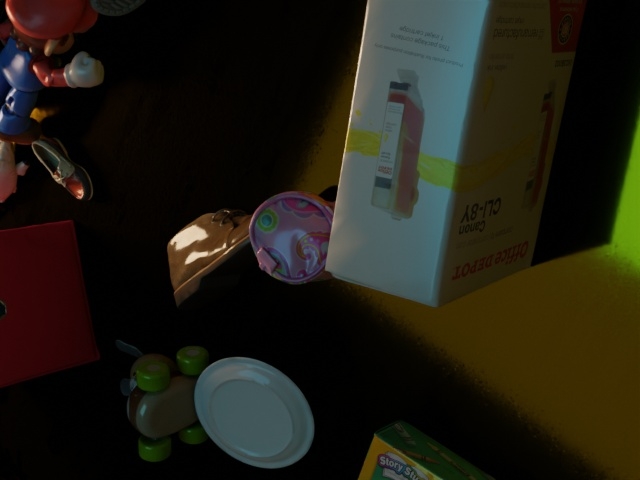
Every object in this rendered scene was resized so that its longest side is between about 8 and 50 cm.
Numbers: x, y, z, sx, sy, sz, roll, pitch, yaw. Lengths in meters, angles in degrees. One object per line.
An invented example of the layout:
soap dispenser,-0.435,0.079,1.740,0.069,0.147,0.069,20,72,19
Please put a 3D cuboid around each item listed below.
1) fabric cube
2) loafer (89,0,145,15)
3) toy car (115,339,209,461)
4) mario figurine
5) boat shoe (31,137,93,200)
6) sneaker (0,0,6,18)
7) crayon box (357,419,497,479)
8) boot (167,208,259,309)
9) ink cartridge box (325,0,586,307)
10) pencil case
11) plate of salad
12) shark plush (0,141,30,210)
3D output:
fabric cube,-0.567,0.118,2.001,0.259,0.258,0.254,-10,91,36
loafer,-0.280,-0.459,1.816,0.251,0.094,0.087,-56,42,18
toy car,-0.274,0.232,1.895,0.188,0.149,0.155,25,122,42
mario figurine,-0.445,-0.305,1.953,0.198,0.170,0.320,31,131,-10
boat shoe,-0.433,-0.119,1.998,0.137,0.043,0.049,51,120,16
sneaker,-0.595,-0.381,1.992,0.235,0.094,0.153,-29,37,32
crayon box,0.175,0.391,1.632,0.278,0.081,0.165,30,114,28
boot,-0.130,-0.010,1.771,0.305,0.112,0.115,-34,68,36
ink cartridge box,0.168,-0.139,1.428,0.160,0.279,0.384,19,109,30
pencil case,0.000,0.000,1.567,0.124,0.284,0.124,0,89,14
plate of salad,-0.098,0.259,1.814,0.200,0.048,0.199,10,118,19
shark plush,-0.557,-0.109,2.100,0.067,0.073,0.161,53,146,39
